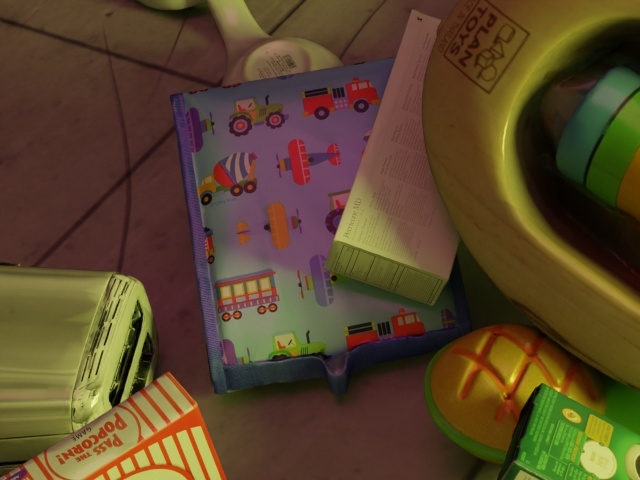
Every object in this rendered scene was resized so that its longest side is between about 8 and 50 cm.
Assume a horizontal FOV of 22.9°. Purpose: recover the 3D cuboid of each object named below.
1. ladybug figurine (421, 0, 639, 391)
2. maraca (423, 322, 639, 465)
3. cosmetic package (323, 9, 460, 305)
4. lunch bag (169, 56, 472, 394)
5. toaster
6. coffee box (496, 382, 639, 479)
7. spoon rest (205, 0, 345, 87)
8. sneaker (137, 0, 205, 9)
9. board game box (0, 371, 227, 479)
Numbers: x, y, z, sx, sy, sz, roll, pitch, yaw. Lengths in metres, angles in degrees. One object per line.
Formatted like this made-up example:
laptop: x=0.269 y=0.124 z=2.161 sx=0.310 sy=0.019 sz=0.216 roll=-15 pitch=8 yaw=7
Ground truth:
ladybug figurine: x=0.271 y=-0.051 z=1.184 sx=0.449 sy=0.162 sz=0.305 roll=41 pitch=107 yaw=26
maraca: x=0.171 y=0.118 z=1.211 sx=0.185 sy=0.099 sz=0.127 roll=2 pitch=49 yaw=-7
cosmetic package: x=0.085 y=-0.071 z=1.317 sx=0.098 sy=0.060 sz=0.239 roll=20 pitch=62 yaw=-1
lunch bag: x=0.000 y=0.000 z=1.371 sx=0.220 sy=0.138 sz=0.293 roll=-10 pitch=52 yaw=0
toaster: x=-0.224 y=0.108 z=1.313 sx=0.146 sy=0.129 sz=0.227 roll=0 pitch=43 yaw=11
coffee box: x=0.215 y=0.181 z=1.091 sx=0.184 sy=0.040 sz=0.113 roll=28 pitch=30 yaw=3
spoon rest: x=-0.062 y=-0.196 z=1.629 sx=0.137 sy=0.084 sz=0.276 roll=-24 pitch=57 yaw=-7
sneaker: x=-0.212 y=-0.427 z=1.779 sx=0.130 sy=0.236 sz=0.323 roll=-21 pitch=43 yaw=-6
board game box: x=-0.135 y=0.205 z=1.135 sx=0.146 sy=0.193 sz=0.045 roll=-32 pitch=45 yaw=-16
